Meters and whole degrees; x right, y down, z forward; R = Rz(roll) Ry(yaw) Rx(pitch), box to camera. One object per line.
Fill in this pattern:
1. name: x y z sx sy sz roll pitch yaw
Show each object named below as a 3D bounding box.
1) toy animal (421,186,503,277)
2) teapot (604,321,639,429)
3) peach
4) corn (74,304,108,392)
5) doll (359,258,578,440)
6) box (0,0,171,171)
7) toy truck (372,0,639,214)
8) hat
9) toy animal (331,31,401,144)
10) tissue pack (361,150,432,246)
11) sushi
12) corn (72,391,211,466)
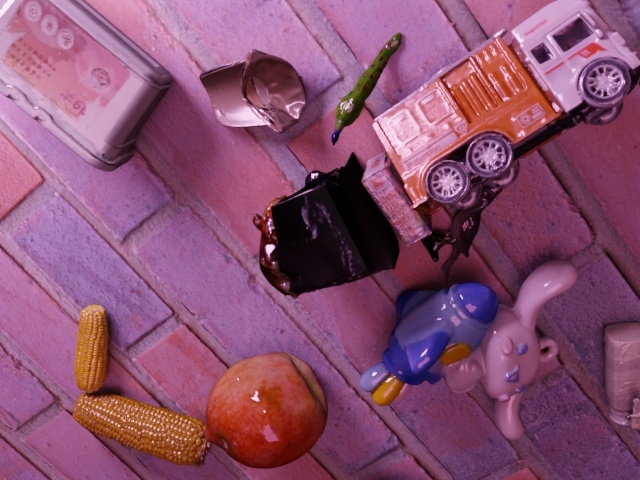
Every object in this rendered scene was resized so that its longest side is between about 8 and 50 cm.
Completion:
1. toy animal: 0.260 -0.026 1.167 0.105 0.070 0.202 28 111 -21
2. teapot: 0.598 0.269 1.229 0.077 0.107 0.200 -9 113 6
3. peach: -0.119 0.344 1.264 0.257 0.232 0.232 -34 107 7
4. corn: -0.478 0.229 1.331 0.067 0.067 0.206 10 111 1
5. doll: 0.268 0.203 1.187 0.366 0.187 0.376 5 95 -5
6. box: -0.409 -0.288 1.058 0.312 0.175 0.182 39 102 -11
7. toy truck: 0.285 -0.210 1.008 0.387 0.173 0.207 -33 78 17
8. hat: -0.120 -0.267 1.094 0.175 0.085 0.147 5 127 28
9. toy animal: 0.068 -0.256 1.084 0.041 0.075 0.217 34 83 -13
10. tissue pack: 0.135 -0.077 1.121 0.060 0.108 0.148 -31 108 20
11. sushi: 0.000 0.001 1.105 0.212 0.227 0.215 -23 104 21
12. corn: -0.381 0.401 1.377 0.305 0.106 0.106 20 113 -1
